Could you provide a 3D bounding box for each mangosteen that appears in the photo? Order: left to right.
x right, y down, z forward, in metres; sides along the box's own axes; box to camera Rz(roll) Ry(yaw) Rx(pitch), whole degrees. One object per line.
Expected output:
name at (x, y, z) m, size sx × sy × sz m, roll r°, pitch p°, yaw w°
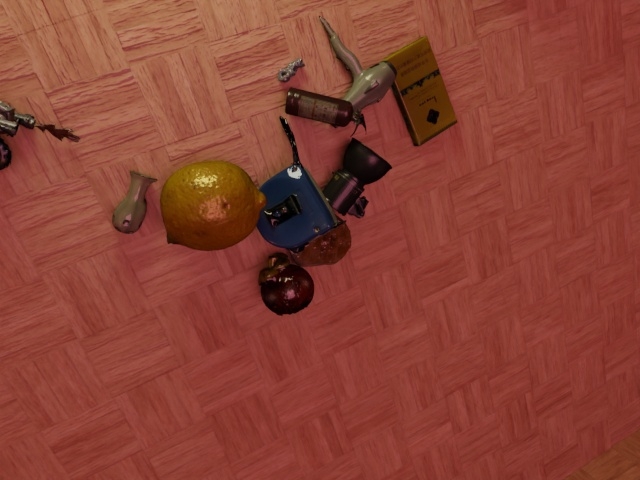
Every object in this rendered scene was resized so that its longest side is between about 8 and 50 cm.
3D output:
mangosteen at (-0.105, 0.124, 1.279) m, size 0.166 × 0.166 × 0.180 m, roll -33°, pitch 96°, yaw -10°

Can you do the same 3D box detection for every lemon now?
lemon at (-0.266, -0.087, 1.121) m, size 0.253 × 0.228 × 0.229 m, roll -9°, pitch 107°, yaw -18°

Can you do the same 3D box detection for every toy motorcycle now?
toy motorcycle at (-0.743, -0.254, 0.950) m, size 0.400 × 0.134 × 0.207 m, roll 14°, pitch 105°, yaw -22°

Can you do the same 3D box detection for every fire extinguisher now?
fire extinguisher at (0.020, -0.341, 1.214) m, size 0.231 × 0.071 × 0.099 m, roll 14°, pitch 136°, yaw -3°

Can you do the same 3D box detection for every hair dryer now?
hair dryer at (0.052, -0.444, 1.245) m, size 0.267 × 0.092 × 0.229 m, roll 30°, pitch 99°, yaw -11°

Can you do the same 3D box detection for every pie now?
pie at (0.000, 0.000, 1.325) m, size 0.195 × 0.046 × 0.195 m, roll -9°, pitch 125°, yaw -14°

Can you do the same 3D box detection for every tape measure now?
tape measure at (-0.105, -0.143, 1.217) m, size 0.215 × 0.098 × 0.351 m, roll -31°, pitch 84°, yaw 19°

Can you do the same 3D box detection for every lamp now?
lamp at (0.087, -0.158, 1.296) m, size 0.172 × 0.147 × 0.227 m, roll 33°, pitch 99°, yaw -22°

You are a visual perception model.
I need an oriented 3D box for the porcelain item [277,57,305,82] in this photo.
porcelain item at (-0.081, -0.455, 1.202) m, size 0.083 × 0.028 × 0.036 m, roll -40°, pitch 100°, yaw -7°

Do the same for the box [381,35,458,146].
box at (0.301, -0.443, 1.343) m, size 0.153 × 0.041 × 0.279 m, roll -33°, pitch 114°, yaw -11°

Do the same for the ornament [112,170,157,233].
ornament at (-0.469, -0.092, 1.130) m, size 0.074 × 0.081 × 0.156 m, roll 21°, pitch 94°, yaw 10°
